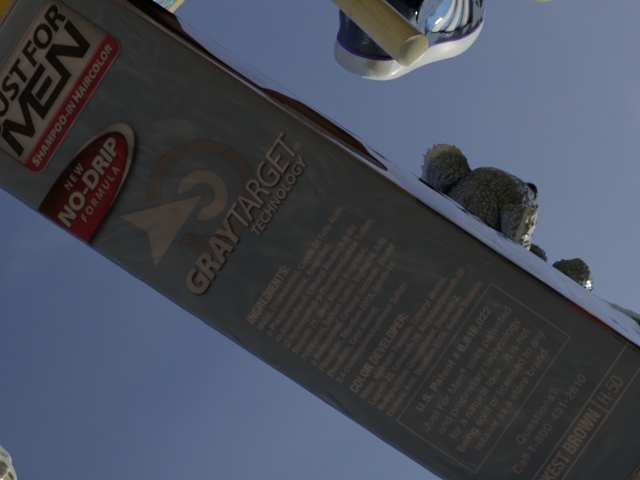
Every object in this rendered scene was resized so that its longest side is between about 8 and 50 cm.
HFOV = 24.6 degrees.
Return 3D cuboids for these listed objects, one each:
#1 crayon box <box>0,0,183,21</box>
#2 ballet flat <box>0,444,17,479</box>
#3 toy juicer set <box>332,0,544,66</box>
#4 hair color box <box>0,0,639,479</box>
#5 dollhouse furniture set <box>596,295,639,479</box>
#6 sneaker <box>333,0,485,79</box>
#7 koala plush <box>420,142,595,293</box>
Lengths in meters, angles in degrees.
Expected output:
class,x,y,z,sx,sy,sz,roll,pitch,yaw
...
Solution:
class,x,y,z,sx,sy,sz,roll,pitch,yaw
crayon box,-0.222,-0.189,1.189,0.106,0.313,0.363,49,-143,-3
ballet flat,-0.243,0.189,0.999,0.086,0.086,0.248,-4,-80,-31
toy juicer set,0.128,-0.242,1.120,0.089,0.329,0.209,15,-134,-45
hair color box,0.000,0.000,0.789,0.374,0.185,0.114,33,-83,-1
dollhouse furniture set,0.366,0.141,1.436,0.197,0.151,0.301,22,-141,-14
sneaker,0.136,-0.346,1.784,0.130,0.236,0.323,28,-144,20
koala plush,0.189,0.001,1.668,0.203,0.221,0.196,-33,-121,-15
